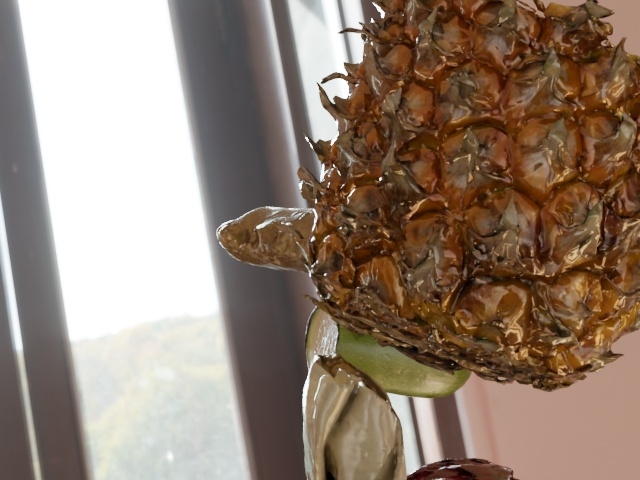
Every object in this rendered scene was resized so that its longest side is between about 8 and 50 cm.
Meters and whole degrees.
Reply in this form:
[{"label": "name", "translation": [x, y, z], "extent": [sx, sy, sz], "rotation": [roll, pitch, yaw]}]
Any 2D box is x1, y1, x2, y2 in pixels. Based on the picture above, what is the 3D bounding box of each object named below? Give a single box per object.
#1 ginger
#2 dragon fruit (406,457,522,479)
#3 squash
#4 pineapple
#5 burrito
[{"label": "ginger", "translation": [-0.004, 0.001, 1.171], "extent": [0.213, 0.074, 0.137], "rotation": [7, 16, 34]}, {"label": "dragon fruit", "translation": [0.218, 0.481, 1.650], "extent": [0.329, 0.329, 0.329], "rotation": [-10, -7, -1]}, {"label": "squash", "translation": [0.085, 0.122, 1.185], "extent": [0.188, 0.095, 0.095], "rotation": [11, -14, -19]}, {"label": "pineapple", "translation": [0.140, -0.040, 0.935], "extent": [0.352, 0.300, 0.352], "rotation": [21, -10, 4]}, {"label": "burrito", "translation": [0.036, 0.266, 0.696], "extent": [0.076, 0.392, 0.117], "rotation": [-7, 0, -1]}]
